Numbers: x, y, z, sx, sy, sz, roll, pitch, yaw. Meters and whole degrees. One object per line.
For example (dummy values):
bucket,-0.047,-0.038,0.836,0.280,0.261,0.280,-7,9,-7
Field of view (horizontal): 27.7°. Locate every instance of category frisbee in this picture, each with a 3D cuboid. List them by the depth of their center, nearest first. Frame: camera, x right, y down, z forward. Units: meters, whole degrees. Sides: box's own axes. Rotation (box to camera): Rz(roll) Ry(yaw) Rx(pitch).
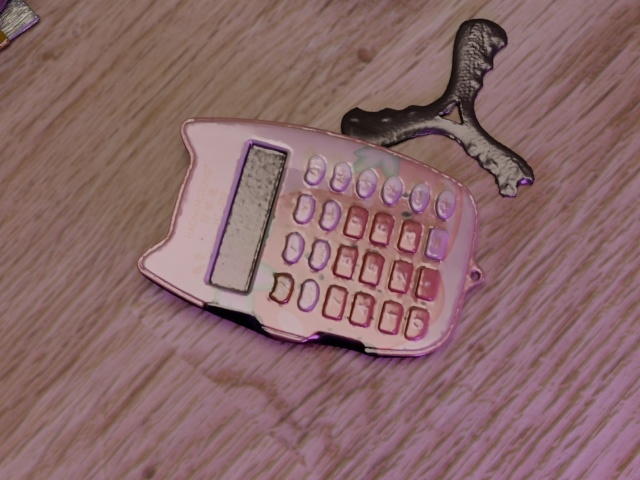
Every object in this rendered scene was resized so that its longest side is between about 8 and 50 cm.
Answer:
frisbee,0.150,-0.122,1.330,0.211,0.012,0.187,-42,76,-13

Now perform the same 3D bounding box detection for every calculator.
calculator,0.000,0.000,1.276,0.329,0.048,0.220,15,71,3

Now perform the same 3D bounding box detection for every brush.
brush,-0.400,-0.199,1.366,0.205,0.011,0.083,-41,74,-11

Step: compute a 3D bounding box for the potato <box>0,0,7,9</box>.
potato,-0.440,-0.269,1.288,0.211,0.189,0.264,29,75,15
